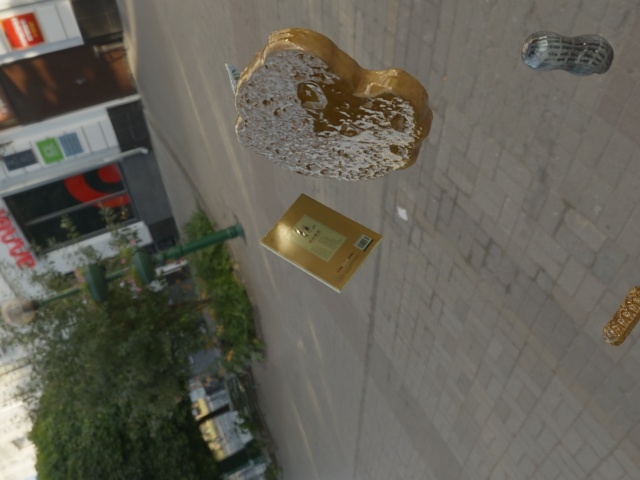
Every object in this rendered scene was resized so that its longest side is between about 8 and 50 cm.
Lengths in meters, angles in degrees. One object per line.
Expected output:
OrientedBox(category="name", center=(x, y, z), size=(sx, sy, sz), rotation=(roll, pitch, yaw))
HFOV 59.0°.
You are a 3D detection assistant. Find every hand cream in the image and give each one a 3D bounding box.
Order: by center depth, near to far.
OrientedBox(category="hand cream", center=(-0.201, -0.384, 1.442), size=(0.055, 0.088, 0.256), rotation=(-53, 33, 24))

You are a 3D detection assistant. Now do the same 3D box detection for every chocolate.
OrientedBox(category="chocolate", center=(0.430, -0.325, 0.984), size=(0.072, 0.166, 0.072), rotation=(-177, 90, -84))

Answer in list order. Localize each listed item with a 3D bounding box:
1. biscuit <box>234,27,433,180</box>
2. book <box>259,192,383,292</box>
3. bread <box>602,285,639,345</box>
OrientedBox(category="biscuit", center=(0.016, -0.194, 0.891), size=(0.351, 0.311, 0.057), rotation=(102, 179, -69))
OrientedBox(category="book", center=(0.000, 0.000, 0.919), size=(0.172, 0.118, 0.012), rotation=(30, 158, 28))
OrientedBox(category="bread", center=(0.703, 0.173, 1.297), size=(0.052, 0.157, 0.044), rotation=(38, 170, 11))
